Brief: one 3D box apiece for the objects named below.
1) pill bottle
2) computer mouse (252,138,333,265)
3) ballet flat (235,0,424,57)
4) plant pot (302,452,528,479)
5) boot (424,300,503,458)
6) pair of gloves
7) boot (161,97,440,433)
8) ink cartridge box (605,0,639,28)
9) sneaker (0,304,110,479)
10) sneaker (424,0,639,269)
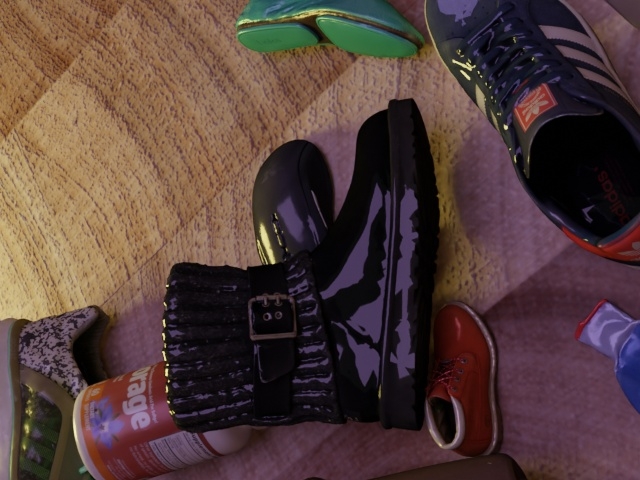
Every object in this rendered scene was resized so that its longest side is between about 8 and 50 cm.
[{"bbox_3d":[-0.152,0.188,1.254,0.216,0.121,0.121,-20,69,14],"label":"pill bottle"},{"bbox_3d":[0.000,0.000,1.234,0.184,0.060,0.262,-14,73,34],"label":"computer mouse"},{"bbox_3d":[0.012,-0.257,1.266,0.247,0.083,0.087,8,72,35],"label":"ballet flat"},{"bbox_3d":[0.098,0.305,1.013,0.229,0.263,0.263,-26,65,9],"label":"plant pot"},{"bbox_3d":[0.131,0.131,1.099,0.059,0.085,0.157,-21,68,33],"label":"boot"},{"bbox_3d":[0.326,0.066,1.006,0.159,0.023,0.198,41,106,34],"label":"pair of gloves"},{"bbox_3d":[-0.021,0.023,1.132,0.260,0.131,0.347,1,75,14],"label":"boot"},{"bbox_3d":[0.359,-0.318,1.005,0.172,0.100,0.237,6,84,36],"label":"ink cartridge box"},{"bbox_3d":[-0.285,0.248,1.354,0.182,0.158,0.410,-25,68,10],"label":"sneaker"},{"bbox_3d":[0.196,-0.126,1.001,0.131,0.148,0.350,-47,68,23],"label":"sneaker"}]
